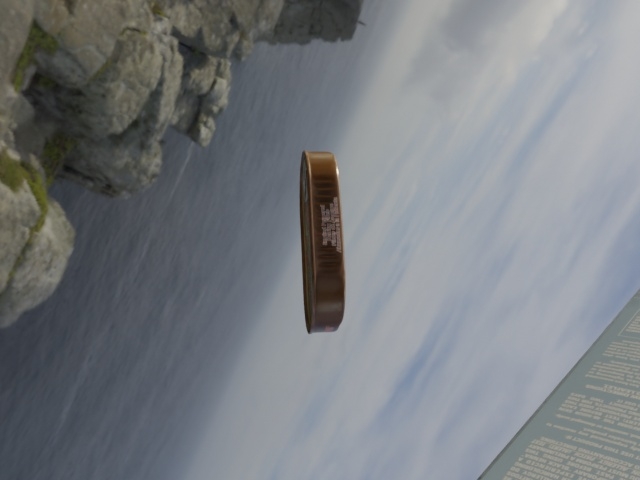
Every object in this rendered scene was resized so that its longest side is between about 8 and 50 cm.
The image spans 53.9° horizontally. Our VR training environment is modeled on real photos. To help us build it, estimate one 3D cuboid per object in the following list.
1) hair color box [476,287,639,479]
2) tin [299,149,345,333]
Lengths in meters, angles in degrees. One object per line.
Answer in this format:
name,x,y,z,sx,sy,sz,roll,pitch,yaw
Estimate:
hair color box,0.216,0.187,0.423,0.374,0.113,0.185,-27,114,-41
tin,0.000,0.000,0.643,0.106,0.040,0.190,121,-32,-70
